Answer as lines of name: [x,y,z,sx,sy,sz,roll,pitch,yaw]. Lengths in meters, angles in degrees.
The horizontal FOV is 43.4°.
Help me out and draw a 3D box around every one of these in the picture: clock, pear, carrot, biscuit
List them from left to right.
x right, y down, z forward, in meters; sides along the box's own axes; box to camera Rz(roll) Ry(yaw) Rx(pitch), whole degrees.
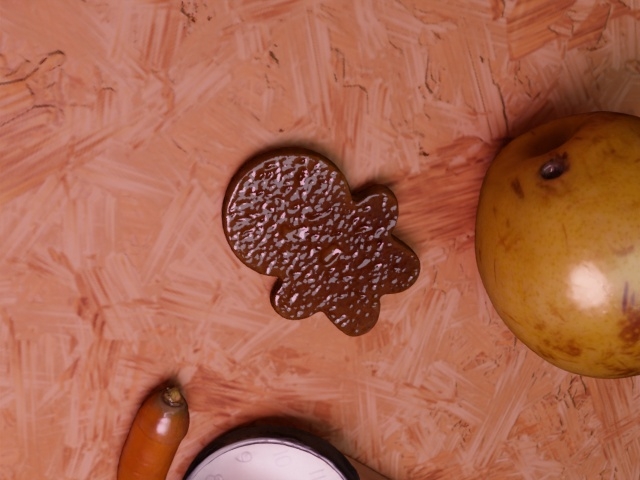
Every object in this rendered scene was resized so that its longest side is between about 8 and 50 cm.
carrot: [-0.194,0.275,0.887,0.062,0.066,0.271,23,111,19]
clock: [-0.057,0.321,0.904,0.225,0.049,0.226,0,97,3]
biscuit: [0.000,0.000,0.846,0.180,0.039,0.236,-45,118,5]
pear: [0.294,0.002,0.827,0.280,0.281,0.281,-7,114,-17]

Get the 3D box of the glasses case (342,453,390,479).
glasses case: [0.097,0.393,1.027,0.312,0.070,0.131,36,97,-28]
